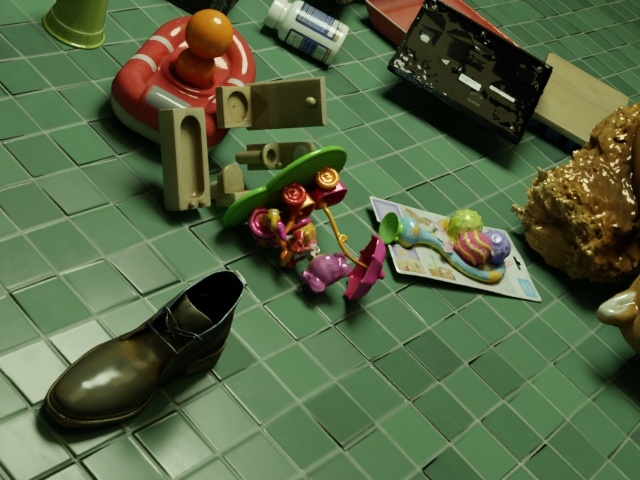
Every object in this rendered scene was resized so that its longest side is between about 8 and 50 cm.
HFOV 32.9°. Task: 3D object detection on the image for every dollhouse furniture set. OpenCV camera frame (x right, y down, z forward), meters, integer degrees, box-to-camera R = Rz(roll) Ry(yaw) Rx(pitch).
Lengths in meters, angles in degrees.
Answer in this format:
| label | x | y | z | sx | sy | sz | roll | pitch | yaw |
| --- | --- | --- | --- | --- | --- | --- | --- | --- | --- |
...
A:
| label | x | y | z | sx | sy | sz | roll | pitch | yaw |
| --- | --- | --- | --- | --- | --- | --- | --- | --- | --- |
| dollhouse furniture set | -0.085 | -0.111 | 1.239 | 0.123 | 0.144 | 0.151 | 2 | 7 | 39 |

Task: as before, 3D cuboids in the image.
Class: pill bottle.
| label | x | y | z | sx | sy | sz | roll | pitch | yaw |
| --- | --- | --- | --- | --- | --- | --- | --- | --- | --- |
| pill bottle | -0.023 | -0.321 | 1.642 | 0.120 | 0.067 | 0.067 | 28 | 35 | -6 |

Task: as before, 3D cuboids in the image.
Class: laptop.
| label | x | y | z | sx | sy | sz | roll | pitch | yaw |
| --- | --- | --- | --- | --- | --- | --- | --- | --- | --- |
| laptop | 0.238 | -0.277 | 1.750 | 0.234 | 0.136 | 0.264 | 29 | 61 | -2 |

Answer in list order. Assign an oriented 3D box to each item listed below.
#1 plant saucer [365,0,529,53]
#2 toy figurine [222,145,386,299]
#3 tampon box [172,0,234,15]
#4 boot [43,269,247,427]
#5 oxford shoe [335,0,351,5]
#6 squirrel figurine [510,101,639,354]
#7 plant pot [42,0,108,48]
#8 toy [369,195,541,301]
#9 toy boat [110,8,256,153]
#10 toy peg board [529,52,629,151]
| label | x | y | z | sx | sy | sz | roll | pitch | yaw |
| --- | --- | --- | --- | --- | --- | --- | --- | --- | --- |
| plant saucer | 0.223 | -0.342 | 1.870 | 0.258 | 0.048 | 0.259 | 42 | 35 | 14 |
| toy figurine | 0.000 | 0.000 | 1.247 | 0.173 | 0.130 | 0.159 | -26 | 72 | -26 |
| tampon box | -0.151 | -0.418 | 1.617 | 0.101 | 0.120 | 0.161 | 27 | 35 | -5 |
| boot | -0.157 | 0.092 | 1.002 | 0.082 | 0.106 | 0.219 | 43 | 36 | 16 |
| oxford shoe | 0.052 | -0.486 | 1.888 | 0.133 | 0.130 | 0.363 | 62 | 25 | -13 |
| squirrel figurine | 0.467 | -0.010 | 1.452 | 0.397 | 0.370 | 0.281 | 12 | -17 | 47 |
| plant pot | -0.306 | -0.304 | 1.397 | 0.083 | 0.079 | 0.083 | 19 | 37 | -15 |
| toy | 0.187 | -0.001 | 1.418 | 0.237 | 0.056 | 0.137 | 10 | 42 | -28 |
| toy boat | -0.153 | -0.220 | 1.347 | 0.151 | 0.151 | 0.231 | 29 | 35 | -5 |
| toy peg board | 0.424 | -0.211 | 1.854 | 0.161 | 0.079 | 0.160 | 29 | 51 | -2 |
